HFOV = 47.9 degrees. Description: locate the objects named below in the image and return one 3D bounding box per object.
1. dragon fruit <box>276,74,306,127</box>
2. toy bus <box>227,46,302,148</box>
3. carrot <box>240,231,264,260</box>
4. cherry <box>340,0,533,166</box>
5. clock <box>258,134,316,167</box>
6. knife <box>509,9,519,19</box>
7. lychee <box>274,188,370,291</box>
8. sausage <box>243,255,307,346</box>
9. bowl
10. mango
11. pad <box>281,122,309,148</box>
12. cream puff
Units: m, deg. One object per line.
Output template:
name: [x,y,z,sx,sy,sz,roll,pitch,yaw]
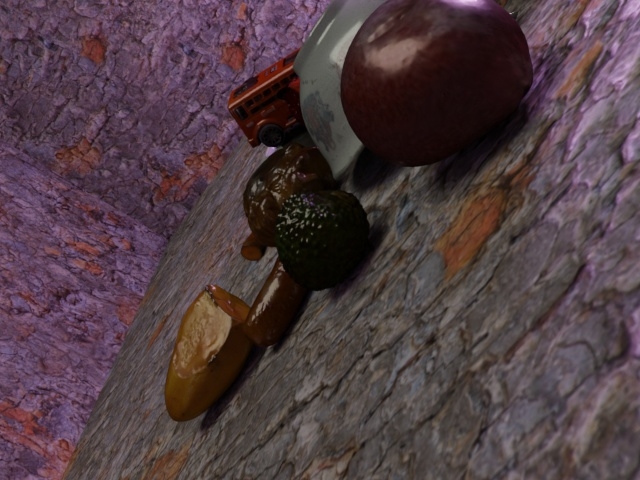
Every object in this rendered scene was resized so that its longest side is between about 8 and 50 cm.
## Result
dragon fruit: [-0.014,-0.265,1.543,0.122,0.192,0.092,-22,28,21]
toy bus: [-0.042,-0.350,1.630,0.329,0.153,0.143,-27,28,17]
carrot: [-0.155,-0.030,1.879,0.057,0.057,0.224,-47,15,33]
cherry: [0.156,-0.228,1.000,0.307,0.221,0.261,20,80,56]
clock: [-0.044,-0.279,1.917,0.265,0.109,0.324,-45,19,40]
knife: [0.260,-0.291,1.152,0.184,0.026,0.022,-59,1,8]
lychee: [0.000,0.000,1.155,0.171,0.171,0.171,-51,16,21]
sausage: [-0.052,0.058,1.329,0.103,0.076,0.302,-49,14,56]
bowl: [0.076,-0.344,1.356,0.435,0.196,0.435,-55,4,6]
mango: [-0.222,0.232,1.404,0.257,0.138,0.187,-58,33,12]
pad: [0.037,-0.352,1.716,0.367,0.007,0.247,-37,25,1]
cream puff: [-0.076,-0.103,1.570,0.241,0.155,0.269,-53,14,0]
